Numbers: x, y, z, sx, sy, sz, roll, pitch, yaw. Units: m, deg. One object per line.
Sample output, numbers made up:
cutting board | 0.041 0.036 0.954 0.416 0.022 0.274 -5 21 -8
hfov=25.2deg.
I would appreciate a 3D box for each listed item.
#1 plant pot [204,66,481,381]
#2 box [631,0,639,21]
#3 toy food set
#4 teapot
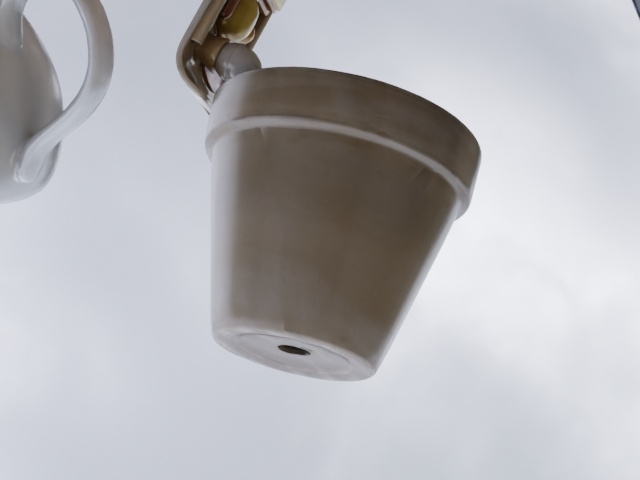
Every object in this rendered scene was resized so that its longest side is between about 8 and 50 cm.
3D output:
plant pot | 0.000 0.000 1.627 0.323 0.323 0.280 24 -110 -30
box | 0.548 -0.249 1.457 0.480 0.297 0.472 58 -139 -33
toy food set | -0.066 -0.284 1.799 0.092 0.306 0.220 28 174 11
teapot | -0.299 -0.134 1.048 0.256 0.187 0.252 4 -168 -19
